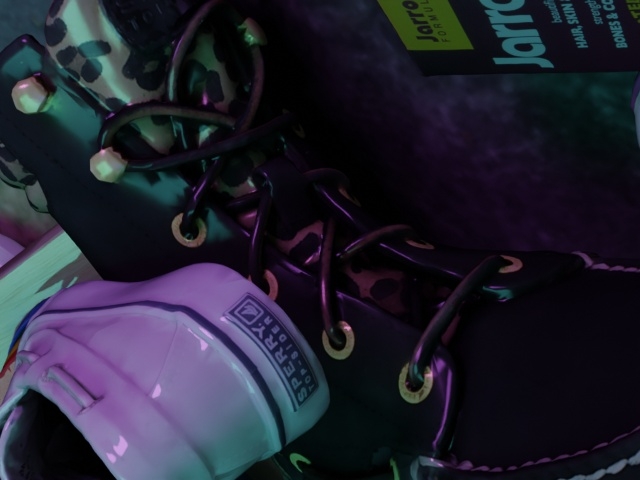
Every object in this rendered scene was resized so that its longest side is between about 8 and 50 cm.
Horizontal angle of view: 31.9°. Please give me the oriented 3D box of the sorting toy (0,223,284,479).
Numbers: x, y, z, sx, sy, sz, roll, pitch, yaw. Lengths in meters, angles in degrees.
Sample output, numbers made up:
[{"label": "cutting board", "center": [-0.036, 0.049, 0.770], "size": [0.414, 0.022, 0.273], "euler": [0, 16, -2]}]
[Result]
[{"label": "sorting toy", "center": [-0.145, 0.155, 0.646], "size": [0.257, 0.089, 0.255], "euler": [-36, 109, 11]}]

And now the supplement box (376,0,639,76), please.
[{"label": "supplement box", "center": [0.112, -0.115, 0.377], "size": [0.188, 0.081, 0.104], "euler": [3, 160, 26]}]

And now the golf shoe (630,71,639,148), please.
[{"label": "golf shoe", "center": [0.224, 0.049, 0.432], "size": [0.306, 0.140, 0.115], "euler": [49, 132, -10]}]

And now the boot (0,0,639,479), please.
[{"label": "boot", "center": [0.000, 0.000, 0.458], "size": [0.284, 0.138, 0.377], "euler": [49, 161, -8]}]

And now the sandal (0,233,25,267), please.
[{"label": "sandal", "center": [-0.288, 0.140, 0.787], "size": [0.169, 0.102, 0.416], "euler": [40, 118, 7]}]

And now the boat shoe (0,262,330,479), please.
[{"label": "boat shoe", "center": [-0.092, 0.069, 0.442], "size": [0.095, 0.084, 0.258], "euler": [52, 152, -4]}]
